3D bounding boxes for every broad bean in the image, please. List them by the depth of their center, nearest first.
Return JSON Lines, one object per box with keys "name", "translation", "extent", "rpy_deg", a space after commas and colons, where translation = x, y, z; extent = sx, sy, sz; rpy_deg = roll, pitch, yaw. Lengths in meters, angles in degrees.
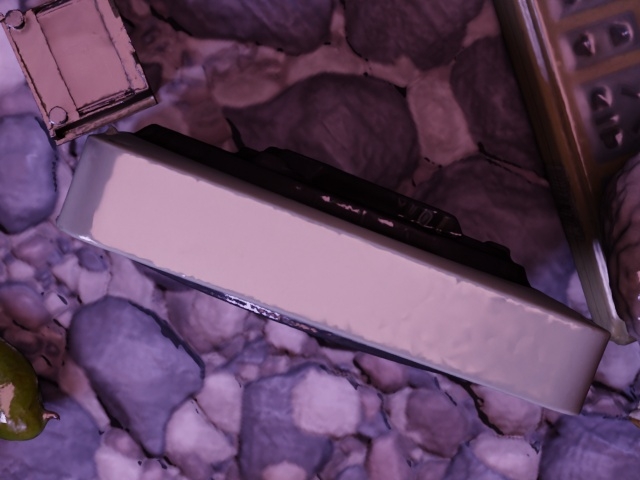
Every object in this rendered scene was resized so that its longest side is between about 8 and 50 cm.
{"name": "broad bean", "translation": [-0.261, 0.029, 0.715], "extent": [0.256, 0.053, 0.052], "rpy_deg": [44, 116, -8]}

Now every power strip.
{"name": "power strip", "translation": [0.170, -0.125, 0.744], "extent": [0.092, 0.066, 0.388], "rpy_deg": [-20, 96, -7]}

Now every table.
{"name": "table", "translation": [-0.146, -0.109, 0.699], "extent": [0.070, 0.082, 0.083], "rpy_deg": [-23, 96, -5]}

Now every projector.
{"name": "projector", "translation": [0.000, 0.000, 0.638], "extent": [0.259, 0.257, 0.079], "rpy_deg": [21, 93, -8]}

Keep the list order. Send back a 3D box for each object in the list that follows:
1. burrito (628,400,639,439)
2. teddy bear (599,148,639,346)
{"name": "burrito", "translation": [0.295, 0.089, 0.790], "extent": [0.185, 0.041, 0.045], "rpy_deg": [-17, 138, -6]}
{"name": "teddy bear", "translation": [0.262, 0.049, 0.667], "extent": [0.267, 0.151, 0.236], "rpy_deg": [41, 59, -9]}
